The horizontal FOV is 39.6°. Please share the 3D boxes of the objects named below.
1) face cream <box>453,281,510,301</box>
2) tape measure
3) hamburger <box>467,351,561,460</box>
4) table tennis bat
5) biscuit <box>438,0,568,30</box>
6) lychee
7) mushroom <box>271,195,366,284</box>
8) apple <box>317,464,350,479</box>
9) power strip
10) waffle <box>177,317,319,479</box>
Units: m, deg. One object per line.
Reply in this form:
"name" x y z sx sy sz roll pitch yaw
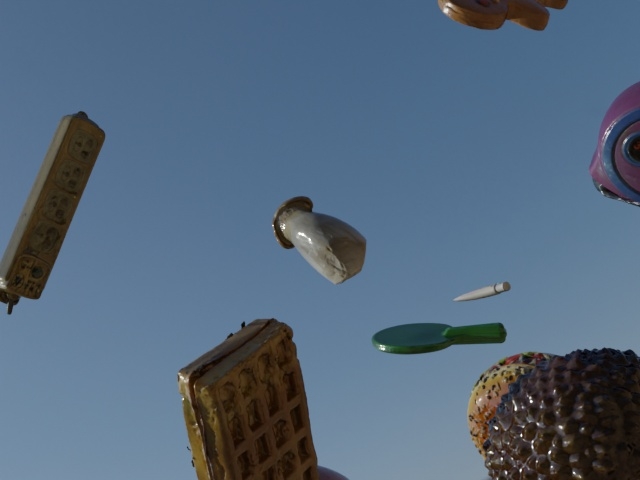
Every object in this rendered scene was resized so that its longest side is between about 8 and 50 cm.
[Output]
"face cream" 0.294 0.097 1.630 0.115 0.020 0.038 -20 -12 41
"tape measure" 0.587 -0.155 1.525 0.149 0.231 0.245 -52 -9 -50
"hamburger" 0.445 0.375 1.862 0.300 0.300 0.176 -45 -14 34
"table tennis bat" 0.224 0.182 1.688 0.257 0.039 0.160 -5 11 15
"biscuit" 0.238 -0.334 1.186 0.250 0.165 0.036 -35 -28 -47
"lychee" 0.348 0.265 1.176 0.267 0.267 0.267 -23 -24 -11
"mushroom" 0.001 0.000 1.468 0.088 0.212 0.097 -24 -54 -33
"apple" -0.037 0.623 1.762 0.364 0.364 0.364 -23 -24 -11
"power strip" -0.376 -0.041 1.237 0.044 0.305 0.064 9 -15 43
"waffle" -0.107 0.308 1.399 0.098 0.328 0.224 6 24 33
